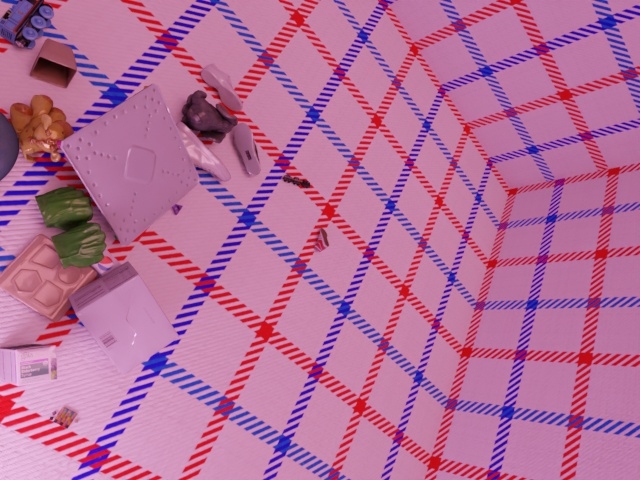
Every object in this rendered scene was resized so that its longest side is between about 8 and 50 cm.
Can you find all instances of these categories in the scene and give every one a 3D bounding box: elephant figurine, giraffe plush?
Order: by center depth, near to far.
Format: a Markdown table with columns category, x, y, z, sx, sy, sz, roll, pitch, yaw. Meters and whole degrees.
| category | x | y | z | sx | sy | sz | roll | pitch | yaw |
| --- | --- | --- | --- | --- | --- | --- | --- | --- | --- |
| giraffe plush | -0.812 | -0.321 | 1.460 | 0.210 | 0.171 | 0.181 | -59 | 144 | -28 |
| elephant figurine | -0.397 | -0.462 | 1.896 | 0.240 | 0.169 | 0.185 | 20 | 65 | -35 |

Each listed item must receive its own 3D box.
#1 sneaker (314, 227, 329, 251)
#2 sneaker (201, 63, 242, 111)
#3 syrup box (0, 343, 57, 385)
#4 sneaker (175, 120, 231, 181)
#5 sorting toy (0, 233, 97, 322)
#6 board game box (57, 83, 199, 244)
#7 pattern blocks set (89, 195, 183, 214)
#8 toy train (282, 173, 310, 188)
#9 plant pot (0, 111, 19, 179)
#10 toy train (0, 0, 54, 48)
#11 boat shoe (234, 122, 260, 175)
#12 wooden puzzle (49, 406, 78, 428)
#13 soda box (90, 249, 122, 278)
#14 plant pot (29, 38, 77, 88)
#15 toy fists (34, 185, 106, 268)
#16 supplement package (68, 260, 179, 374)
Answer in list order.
| category | x | y | z | sx | sy | sz | roll | pitch | yaw |
| --- | --- | --- | --- | --- | --- | --- | --- | --- | --- |
| sneaker | 0.000 | 0.000 | 2.282 | 0.042 | 0.067 | 0.118 | 28 | 35 | -34 |
| sneaker | -0.382 | -0.628 | 2.009 | 0.212 | 0.080 | 0.094 | 49 | 42 | -24 |
| syrup box | -0.803 | 0.335 | 1.347 | 0.093 | 0.237 | 0.096 | 0 | 83 | -44 |
| sneaker | -0.470 | -0.307 | 1.873 | 0.123 | 0.106 | 0.290 | -49 | 121 | -8 |
| sorting toy | -0.820 | 0.113 | 1.487 | 0.208 | 0.038 | 0.193 | 42 | 61 | -21 |
| board game box | -0.603 | -0.249 | 1.616 | 0.390 | 0.050 | 0.389 | -52 | 141 | -37 |
| pattern blocks set | -0.629 | -0.190 | 1.736 | 0.325 | 0.026 | 0.285 | 26 | 66 | -38 |
| toy train | -0.107 | -0.269 | 2.230 | 0.158 | 0.027 | 0.036 | 12 | 72 | -41 |
| plant pot | -0.939 | -0.261 | 1.326 | 0.195 | 0.291 | 0.290 | -47 | 120 | -76 |
| toy train | -0.908 | -0.681 | 1.528 | 0.105 | 0.080 | 0.184 | 32 | 63 | -28 |
| boat shoe | -0.301 | -0.376 | 2.044 | 0.078 | 0.070 | 0.219 | -14 | 101 | 0 |
| wooden puzzle | -0.774 | 0.536 | 1.498 | 0.083 | 0.006 | 0.049 | 45 | 56 | -28 |
| soda box | -0.686 | 0.100 | 1.604 | 0.216 | 0.074 | 0.069 | 53 | 52 | -23 |
| plant pot | -0.838 | -0.566 | 1.559 | 0.109 | 0.109 | 0.096 | 13 | 62 | -41 |
| toy fists | -0.750 | -0.041 | 1.506 | 0.142 | 0.096 | 0.279 | -21 | 70 | -27 |
| supplement package | -0.606 | 0.238 | 1.533 | 0.204 | 0.145 | 0.261 | -34 | 122 | -21 |
